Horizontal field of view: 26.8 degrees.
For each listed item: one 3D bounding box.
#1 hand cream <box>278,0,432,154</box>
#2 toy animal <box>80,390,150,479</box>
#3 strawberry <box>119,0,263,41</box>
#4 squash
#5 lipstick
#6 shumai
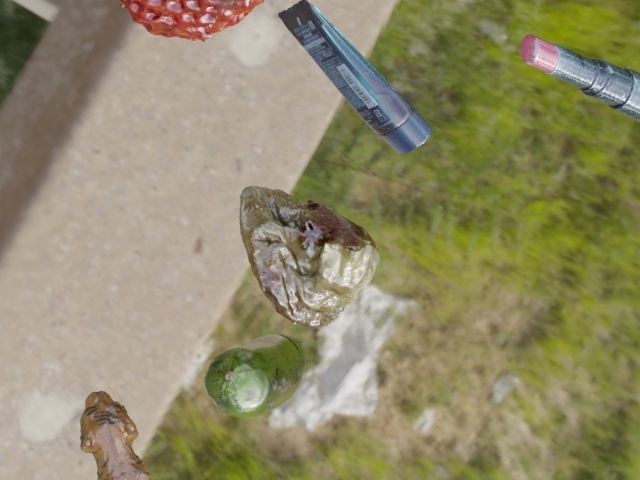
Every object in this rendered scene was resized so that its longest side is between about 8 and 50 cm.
[{"bbox_3d":[0.047,-0.235,1.926,0.270,0.120,0.061,44,76,-14],"label":"hand cream"},{"bbox_3d":[-0.149,0.241,1.085,0.057,0.099,0.241,-18,79,-18],"label":"toy animal"},{"bbox_3d":[-0.110,-0.310,1.449,0.205,0.244,0.205,-6,98,-45],"label":"strawberry"},{"bbox_3d":[-0.066,0.152,1.548,0.087,0.331,0.087,0,92,9],"label":"squash"},{"bbox_3d":[0.304,-0.182,1.480,0.234,0.053,0.053,15,101,-42],"label":"lipstick"},{"bbox_3d":[-0.004,0.007,1.124,0.105,0.123,0.139,-12,144,5],"label":"shumai"}]
